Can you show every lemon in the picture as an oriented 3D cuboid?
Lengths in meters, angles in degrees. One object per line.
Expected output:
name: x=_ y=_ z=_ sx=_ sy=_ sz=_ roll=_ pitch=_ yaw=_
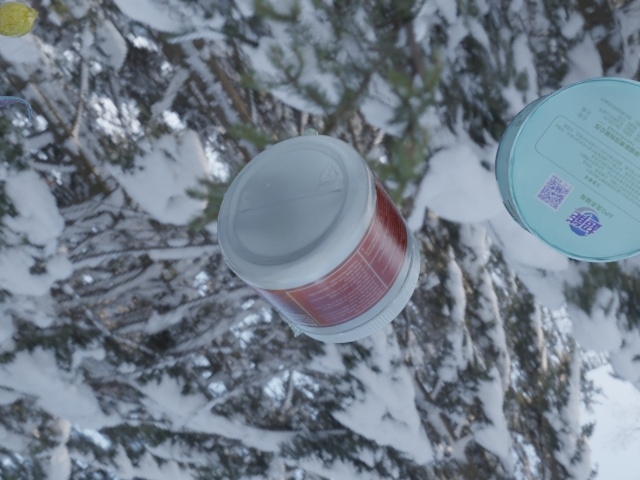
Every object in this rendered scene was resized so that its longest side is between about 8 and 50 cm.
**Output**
lemon: x=-0.529 y=-0.383 z=1.366 sx=0.083 sy=0.062 sz=0.062 roll=-25 pitch=-152 yaw=-18

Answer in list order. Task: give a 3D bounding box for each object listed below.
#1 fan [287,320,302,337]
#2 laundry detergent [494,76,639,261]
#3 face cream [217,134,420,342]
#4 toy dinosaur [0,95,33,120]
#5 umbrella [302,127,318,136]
fan: x=-0.012 y=0.121 z=1.428 sx=0.009 sy=0.240 sz=0.131 roll=30 pitch=-86 yaw=16
laundry detergent: x=0.450 y=-0.124 z=1.350 sx=0.287 sy=0.287 sz=0.305 roll=-28 pitch=-178 yaw=10
face cream: x=0.000 y=0.000 z=0.965 sx=0.201 sy=0.187 sz=0.201 roll=-14 pitch=-125 yaw=21
toy dinosaur: x=-0.511 y=-0.228 z=1.146 sx=0.045 sy=0.197 sz=0.080 roll=-99 pitch=-150 yaw=-66
umbrella: x=-0.036 y=-0.129 z=1.392 sx=0.067 sy=0.144 sz=0.062 roll=22 pitch=-169 yaw=15
